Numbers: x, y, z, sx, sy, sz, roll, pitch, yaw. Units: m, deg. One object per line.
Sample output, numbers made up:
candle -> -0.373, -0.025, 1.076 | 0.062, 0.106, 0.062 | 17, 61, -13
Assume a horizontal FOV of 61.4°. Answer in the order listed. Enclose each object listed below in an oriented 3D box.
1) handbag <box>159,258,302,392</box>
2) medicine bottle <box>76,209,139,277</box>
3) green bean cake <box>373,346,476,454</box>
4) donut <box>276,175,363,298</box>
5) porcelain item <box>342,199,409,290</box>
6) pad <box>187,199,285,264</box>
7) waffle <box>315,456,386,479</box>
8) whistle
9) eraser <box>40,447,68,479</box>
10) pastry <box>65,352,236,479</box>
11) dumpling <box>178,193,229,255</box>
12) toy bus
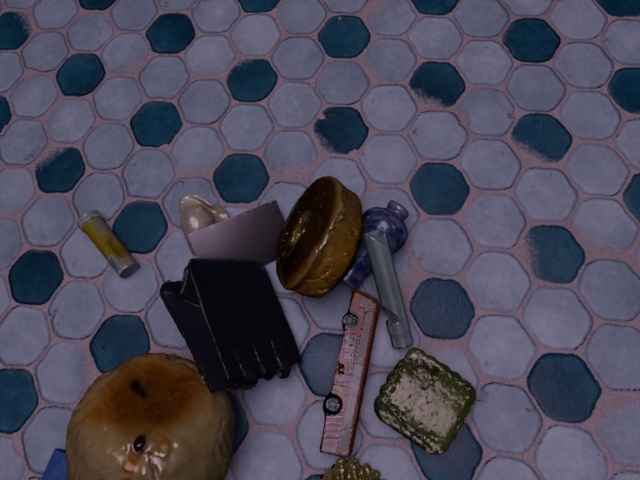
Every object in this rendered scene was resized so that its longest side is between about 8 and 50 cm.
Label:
handbag -> -0.211, 0.210, 1.330 | 0.122, 0.303, 0.329 | -35, 71, 24
medicine bottle -> -0.613, 0.012, 1.558 | 0.074, 0.074, 0.218 | -41, 74, -8
green bean cake -> 0.254, 0.391, 1.317 | 0.214, 0.113, 0.200 | 30, 77, 15
donut -> 0.000, 0.000, 1.395 | 0.160, 0.330, 0.330 | 32, 74, -23
porcelain item -> 0.138, 0.010, 1.454 | 0.141, 0.141, 0.259 | 37, 89, 16
pad -> -0.217, 0.006, 1.506 | 0.265, 0.009, 0.159 | -22, 94, -10
waffle -> 0.070, 0.636, 1.283 | 0.208, 0.054, 0.214 | 32, 71, 18
whistle -> 0.173, 0.121, 1.374 | 0.062, 0.062, 0.312 | -15, 98, 1
eraser -> -0.554, 0.641, 1.350 | 0.312, 0.042, 0.144 | 15, 73, 10
pastry -> -0.382, 0.461, 1.246 | 0.389, 0.312, 0.388 | 5, 40, -4
dumpling -> -0.327, -0.053, 1.535 | 0.134, 0.100, 0.169 | -16, 71, -3
toy bus -> 0.074, 0.331, 1.367 | 0.092, 0.093, 0.408 | 11, 73, 9
